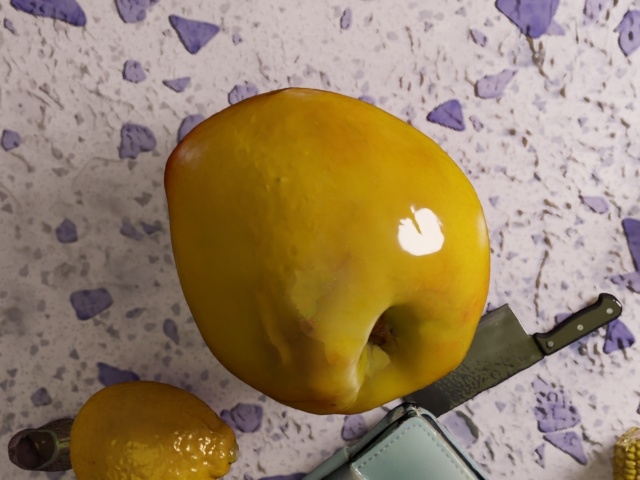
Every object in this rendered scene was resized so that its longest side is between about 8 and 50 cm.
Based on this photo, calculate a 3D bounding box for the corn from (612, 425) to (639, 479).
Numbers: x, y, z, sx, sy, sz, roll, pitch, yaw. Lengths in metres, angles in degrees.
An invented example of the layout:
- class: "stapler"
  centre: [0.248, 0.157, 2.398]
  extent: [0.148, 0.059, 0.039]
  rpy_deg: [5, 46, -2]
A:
- class: "corn"
  centre: [0.335, 0.305, 1.230]
  extent: [0.081, 0.081, 0.249]
  rpy_deg: [-6, 99, 11]

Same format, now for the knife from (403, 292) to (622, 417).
- class: "knife"
  centre: [0.187, 0.106, 1.259]
  extent: [0.245, 0.019, 0.072]
  rpy_deg: [-31, 91, 15]

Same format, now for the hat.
- class: "hat"
  centre: [-0.301, 0.226, 1.358]
  extent: [0.087, 0.042, 0.058]
  rpy_deg: [-16, 100, -22]

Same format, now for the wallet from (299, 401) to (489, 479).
- class: "wallet"
  centre: [0.058, 0.300, 1.282]
  extent: [0.250, 0.075, 0.176]
  rpy_deg: [-40, 94, 12]

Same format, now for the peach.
- class: "peach"
  centre: [0.004, -0.002, 1.155]
  extent: [0.289, 0.289, 0.308]
  rpy_deg: [-42, 51, 13]

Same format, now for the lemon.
- class: "lemon"
  centre: [-0.174, 0.216, 1.277]
  extent: [0.187, 0.142, 0.142]
  rpy_deg: [3, 99, 15]
